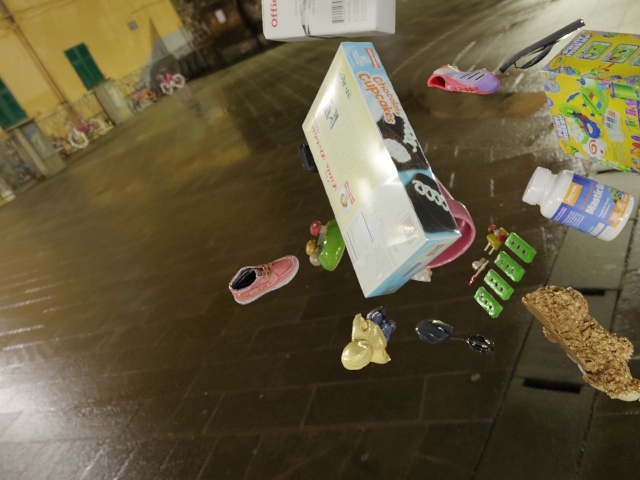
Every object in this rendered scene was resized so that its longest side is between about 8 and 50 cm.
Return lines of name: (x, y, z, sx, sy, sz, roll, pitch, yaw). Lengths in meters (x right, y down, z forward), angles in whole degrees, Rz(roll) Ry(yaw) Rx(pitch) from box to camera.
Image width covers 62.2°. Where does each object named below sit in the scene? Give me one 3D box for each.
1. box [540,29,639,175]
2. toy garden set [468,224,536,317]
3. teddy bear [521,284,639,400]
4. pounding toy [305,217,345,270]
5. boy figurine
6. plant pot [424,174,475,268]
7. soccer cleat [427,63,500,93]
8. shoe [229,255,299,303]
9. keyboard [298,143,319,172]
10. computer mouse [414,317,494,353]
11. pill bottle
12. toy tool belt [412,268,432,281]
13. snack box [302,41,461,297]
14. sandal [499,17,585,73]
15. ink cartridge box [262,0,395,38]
box: (0.749, -0.345, 1.337, 0.177, 0.290, 0.279, -44, 40, -9)
toy garden set: (0.559, 0.086, 1.667, 0.049, 0.244, 0.204, 12, 25, -25)
teddy bear: (0.637, 0.238, 1.266, 0.113, 0.338, 0.245, -39, -15, -1)
pounding toy: (0.000, 0.000, 1.785, 0.237, 0.110, 0.182, 177, 108, -75)
boy figurine: (0.158, 0.321, 1.674, 0.092, 0.177, 0.285, -36, 3, 32)
plant pot: (0.240, -0.060, 1.252, 0.201, 0.201, 0.180, -20, 51, 12)
soccer cleat: (0.454, -0.501, 1.689, 0.095, 0.083, 0.248, -40, 43, -15)
shoe: (-0.132, 0.083, 1.256, 0.178, 0.081, 0.063, -32, 66, -9)
keyboard: (0.003, -0.207, 1.447, 0.023, 0.108, 0.180, -20, -3, 31)
computer mouse: (0.337, 0.240, 1.361, 0.071, 0.041, 0.242, -29, 22, -34)
pill bottle: (0.751, -0.117, 1.567, 0.272, 0.152, 0.152, 24, 43, 12)
toy tool belt: (0.250, 0.076, 1.373, 0.052, 0.051, 0.083, 10, -1, -38)
snack box: (0.071, -0.100, 0.771, 0.060, 0.321, 0.187, -9, -24, -26)
sandal: (0.654, -0.562, 1.567, 0.255, 0.054, 0.097, -26, 4, 24)
ink cartridge box: (0.022, -0.781, 1.645, 0.395, 0.285, 0.166, 7, 17, 28)
